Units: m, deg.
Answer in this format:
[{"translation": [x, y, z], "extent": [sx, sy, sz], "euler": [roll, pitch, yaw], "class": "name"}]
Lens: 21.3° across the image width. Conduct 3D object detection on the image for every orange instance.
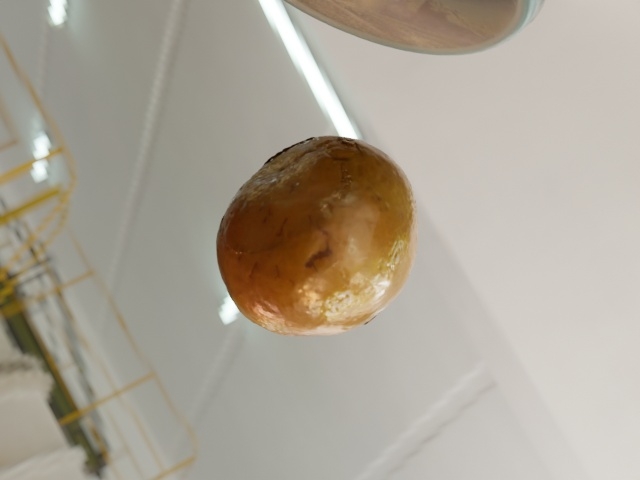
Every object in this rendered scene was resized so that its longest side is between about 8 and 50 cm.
[{"translation": [0.000, 0.000, 0.661], "extent": [0.070, 0.083, 0.083], "euler": [57, -15, -22], "class": "orange"}]

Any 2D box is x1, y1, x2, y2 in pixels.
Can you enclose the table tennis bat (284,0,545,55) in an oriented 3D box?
[{"translation": [0.011, -0.133, 0.589], "extent": [0.149, 0.038, 0.237], "euler": [23, -19, 13], "class": "table tennis bat"}]
